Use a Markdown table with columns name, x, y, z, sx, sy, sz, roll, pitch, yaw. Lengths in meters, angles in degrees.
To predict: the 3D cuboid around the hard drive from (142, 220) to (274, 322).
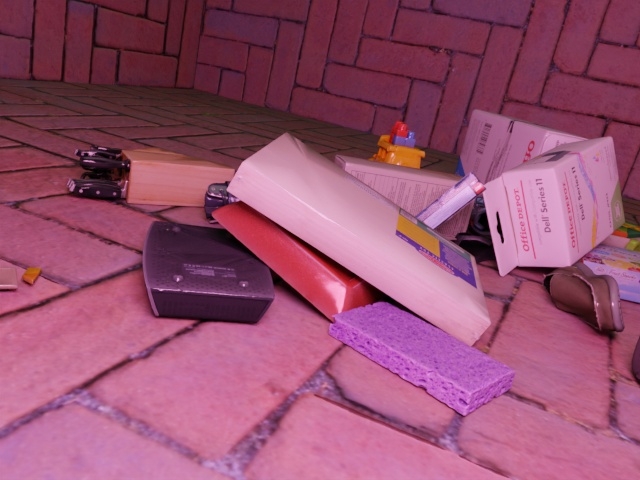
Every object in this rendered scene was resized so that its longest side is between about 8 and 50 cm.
| name | x | y | z | sx | sy | sz | roll | pitch | yaw |
| --- | --- | --- | --- | --- | --- | --- | --- | --- | --- |
| hard drive | -0.163 | 0.040 | 0.817 | 0.172 | 0.054 | 0.254 | 7 | 18 | -17 |

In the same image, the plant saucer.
| name | x | y | z | sx | sy | sz | roll | pitch | yaw |
| --- | --- | --- | --- | --- | --- | --- | --- | --- | --- |
| plant saucer | 0.000 | 0.000 | 0.913 | 0.258 | 0.047 | 0.259 | 40 | 24 | 14 |

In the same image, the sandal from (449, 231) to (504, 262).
| name | x | y | z | sx | sy | sz | roll | pitch | yaw |
| --- | --- | --- | --- | --- | --- | --- | --- | --- | --- |
| sandal | 0.332 | 0.007 | 1.244 | 0.255 | 0.054 | 0.097 | -3 | 22 | -39 |

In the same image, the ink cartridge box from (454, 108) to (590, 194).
| name | x | y | z | sx | sy | sz | roll | pitch | yaw |
| --- | --- | --- | --- | --- | --- | --- | --- | --- | --- |
| ink cartridge box | 0.523 | -0.173 | 1.549 | 0.166 | 0.285 | 0.395 | 8 | 18 | -14 |

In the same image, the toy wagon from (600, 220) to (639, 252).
| name | x | y | z | sx | sy | sz | roll | pitch | yaw |
| --- | --- | --- | --- | --- | --- | --- | --- | --- | --- |
| toy wagon | 0.815 | -0.027 | 1.648 | 0.345 | 0.068 | 0.267 | -3 | 23 | -39 |

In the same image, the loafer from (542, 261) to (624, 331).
| name | x | y | z | sx | sy | sz | roll | pitch | yaw |
| --- | --- | --- | --- | --- | --- | --- | --- | --- | --- |
| loafer | 0.448 | 0.101 | 1.002 | 0.088 | 0.094 | 0.251 | -11 | 5 | 9 |

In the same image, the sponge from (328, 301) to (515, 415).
| name | x | y | z | sx | sy | sz | roll | pitch | yaw |
| --- | --- | --- | --- | --- | --- | --- | --- | --- | --- |
| sponge | 0.125 | 0.139 | 0.733 | 0.210 | 0.031 | 0.117 | 25 | 21 | 38 |

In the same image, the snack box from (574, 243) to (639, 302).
| name | x | y | z | sx | sy | sz | roll | pitch | yaw |
| --- | --- | --- | --- | --- | --- | --- | --- | --- | --- |
| snack box | 0.621 | 0.061 | 1.241 | 0.175 | 0.070 | 0.207 | 13 | 16 | 8 |

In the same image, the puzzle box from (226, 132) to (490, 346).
| name | x | y | z | sx | sy | sz | roll | pitch | yaw |
| --- | --- | --- | --- | --- | --- | --- | --- | --- | --- |
| puzzle box | 0.074 | -0.019 | 0.909 | 0.409 | 0.052 | 0.272 | 33 | 21 | -2 |

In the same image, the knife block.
| name | x | y | z | sx | sy | sz | roll | pitch | yaw |
| --- | --- | --- | --- | --- | --- | --- | --- | --- | --- |
| knife block | -0.341 | -0.120 | 1.147 | 0.276 | 0.088 | 0.242 | 16 | 19 | 12 |

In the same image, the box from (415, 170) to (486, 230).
| name | x | y | z | sx | sy | sz | roll | pitch | yaw |
| --- | --- | --- | --- | --- | --- | --- | --- | --- | --- |
| box | 0.240 | -0.060 | 1.150 | 0.044 | 0.159 | 0.233 | 51 | 9 | 5 |

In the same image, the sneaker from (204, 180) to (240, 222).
| name | x | y | z | sx | sy | sz | roll | pitch | yaw |
| --- | --- | --- | --- | --- | --- | --- | --- | --- | --- |
| sneaker | -0.128 | -0.046 | 1.073 | 0.164 | 0.086 | 0.226 | -4 | 30 | -18 |

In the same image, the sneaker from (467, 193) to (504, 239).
| name | x | y | z | sx | sy | sz | roll | pitch | yaw |
| --- | --- | --- | --- | --- | --- | --- | --- | --- | --- |
| sneaker | 0.395 | -0.061 | 1.362 | 0.125 | 0.104 | 0.262 | 9 | 6 | -35 |

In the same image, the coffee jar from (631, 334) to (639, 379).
| name | x | y | z | sx | sy | sz | roll | pitch | yaw |
| --- | --- | --- | --- | --- | --- | --- | --- | --- | --- |
| coffee jar | 0.527 | 0.159 | 0.828 | 0.185 | 0.096 | 0.079 | -1 | 19 | -33 |

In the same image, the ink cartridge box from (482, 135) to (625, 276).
| name | x | y | z | sx | sy | sz | roll | pitch | yaw |
| --- | --- | --- | --- | --- | --- | --- | --- | --- | --- |
| ink cartridge box | 0.492 | -0.072 | 1.196 | 0.354 | 0.207 | 0.119 | -25 | 16 | -38 |

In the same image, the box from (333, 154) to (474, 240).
| name | x | y | z | sx | sy | sz | roll | pitch | yaw |
| --- | --- | --- | --- | --- | --- | --- | --- | --- | --- |
| box | 0.179 | -0.095 | 1.319 | 0.311 | 0.147 | 0.121 | 9 | 16 | -12 |

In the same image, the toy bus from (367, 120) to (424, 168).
| name | x | y | z | sx | sy | sz | roll | pitch | yaw |
| --- | --- | --- | --- | --- | --- | --- | --- | --- | --- |
| toy bus | 0.217 | -0.249 | 1.717 | 0.150 | 0.211 | 0.220 | 6 | 17 | -13 |

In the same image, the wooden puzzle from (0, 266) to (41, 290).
| name | x | y | z | sx | sy | sz | roll | pitch | yaw |
| --- | --- | --- | --- | --- | --- | --- | --- | --- | --- |
| wooden puzzle | -0.406 | 0.048 | 0.704 | 0.116 | 0.014 | 0.078 | 4 | 15 | -24 |
